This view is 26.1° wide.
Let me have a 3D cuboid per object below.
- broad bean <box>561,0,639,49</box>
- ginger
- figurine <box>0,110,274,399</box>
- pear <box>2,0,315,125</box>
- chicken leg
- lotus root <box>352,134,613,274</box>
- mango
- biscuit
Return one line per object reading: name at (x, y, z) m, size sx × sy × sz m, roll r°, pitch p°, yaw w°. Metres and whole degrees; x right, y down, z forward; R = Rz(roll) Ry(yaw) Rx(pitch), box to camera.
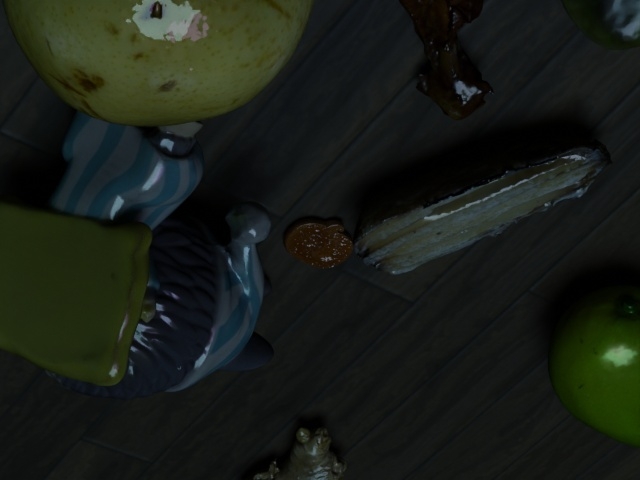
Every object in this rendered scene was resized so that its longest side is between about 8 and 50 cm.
broad bean at (0.319, -0.304, 1.450) m, size 0.153 × 0.072 × 0.207 m, roll -7°, pitch 127°, yaw 23°
ginger at (-0.027, 0.355, 2.054) m, size 0.137 × 0.074 × 0.213 m, roll 25°, pitch 119°, yaw -29°
figurine at (-0.183, 0.008, 1.656) m, size 0.377 × 0.266 × 0.361 m, roll 7°, pitch 112°, yaw -59°
pear at (-0.152, -0.252, 1.309) m, size 0.309 × 0.309 × 0.309 m, roll -4°, pitch 134°, yaw -5°
chicken leg at (0.129, -0.247, 1.502) m, size 0.113 × 0.093 × 0.304 m, roll 2°, pitch 144°, yaw 13°
lotus root at (0.191, -0.064, 1.690) m, size 0.329 × 0.078 × 0.167 m, roll -22°, pitch 156°, yaw 10°
mango at (0.424, 0.191, 1.906) m, size 0.192 × 0.156 × 0.343 m, roll -20°, pitch 135°, yaw 14°
biscuit at (0.000, 0.000, 1.756) m, size 0.091 × 0.015 × 0.078 m, roll 29°, pitch 122°, yaw -31°
